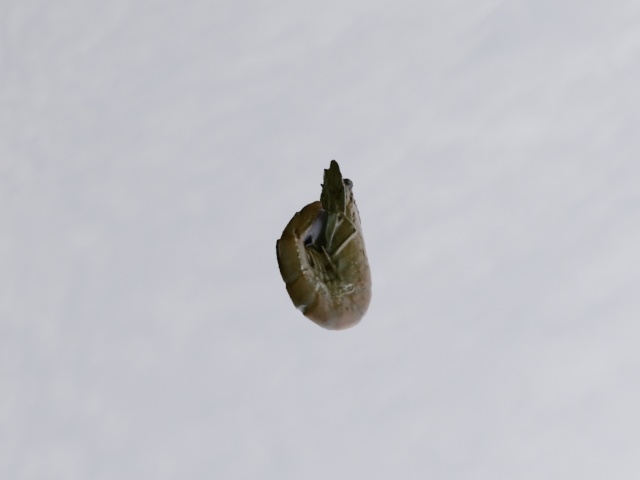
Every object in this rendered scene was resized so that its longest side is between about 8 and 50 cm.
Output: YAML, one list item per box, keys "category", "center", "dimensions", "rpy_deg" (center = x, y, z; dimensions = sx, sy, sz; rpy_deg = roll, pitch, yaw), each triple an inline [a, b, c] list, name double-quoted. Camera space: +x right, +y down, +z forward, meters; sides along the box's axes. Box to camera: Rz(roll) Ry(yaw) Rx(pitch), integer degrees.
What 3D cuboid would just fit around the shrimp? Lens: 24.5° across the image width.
- category: "shrimp"
  center: [0.000, 0.000, 0.818]
  dimensions: [0.023, 0.059, 0.108]
  rpy_deg: [-44, -135, 47]
